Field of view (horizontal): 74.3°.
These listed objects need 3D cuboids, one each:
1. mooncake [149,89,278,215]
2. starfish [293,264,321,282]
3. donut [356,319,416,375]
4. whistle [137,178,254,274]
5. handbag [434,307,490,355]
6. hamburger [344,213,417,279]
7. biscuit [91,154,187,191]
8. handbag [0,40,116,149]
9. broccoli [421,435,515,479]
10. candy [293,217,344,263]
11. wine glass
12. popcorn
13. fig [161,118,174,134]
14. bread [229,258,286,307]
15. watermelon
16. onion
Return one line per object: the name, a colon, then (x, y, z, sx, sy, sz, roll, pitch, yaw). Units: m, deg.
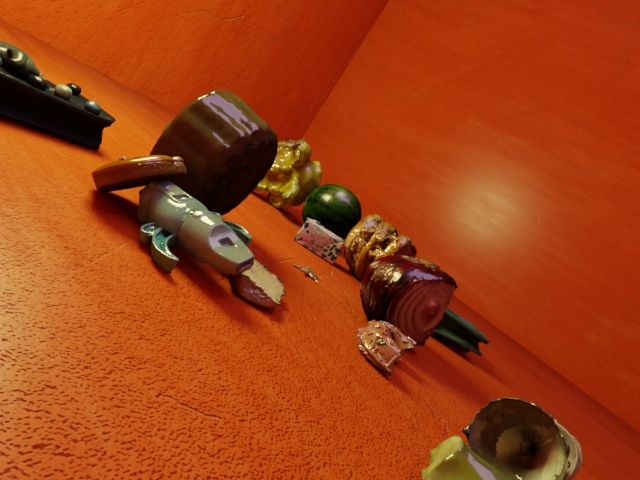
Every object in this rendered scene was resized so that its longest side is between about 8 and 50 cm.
mooncake: (-0.235, -0.178, 0.957, 0.161, 0.290, 0.290, 43, 10, 5)
starfish: (-0.035, 0.082, 1.138, 0.092, 0.016, 0.086, 28, 9, -19)
donut: (0.131, 0.212, 0.885, 0.117, 0.065, 0.166, 37, 8, 16)
whistle: (-0.224, -0.025, 0.729, 0.274, 0.093, 0.186, 33, 28, 24)
handbag: (0.417, 0.276, 1.465, 0.274, 0.100, 0.269, 34, 6, -3)
hamburger: (0.207, 0.045, 1.484, 0.211, 0.245, 0.260, 34, 38, 29)
biscuit: (-0.326, -0.129, 0.765, 0.170, 0.170, 0.050, -64, 142, -81)
handbag: (-0.639, -0.336, 0.896, 0.269, 0.118, 0.325, 37, 8, 24)
broccoli: (0.344, 0.351, 0.476, 0.353, 0.275, 0.397, 23, 1, -40)
candy: (0.000, 0.000, 1.431, 0.160, 0.092, 0.073, 32, 11, -3)
wine glass: (0.361, 0.357, 0.723, 0.232, 0.156, 0.156, 31, 8, -47)
popcorn: (-0.143, -0.250, 1.751, 0.290, 0.321, 0.326, 49, 12, -49)
fig: (-0.448, -0.354, 1.427, 0.133, 0.185, 0.126, 35, -8, 24)
bread: (-0.121, 0.077, 0.784, 0.126, 0.044, 0.129, 40, 6, -7)
watermelon: (0.046, -0.110, 1.699, 0.242, 0.242, 0.242, 33, 9, -6)
onion: (0.193, 0.132, 1.079, 0.207, 0.216, 0.206, 20, 11, -28)
